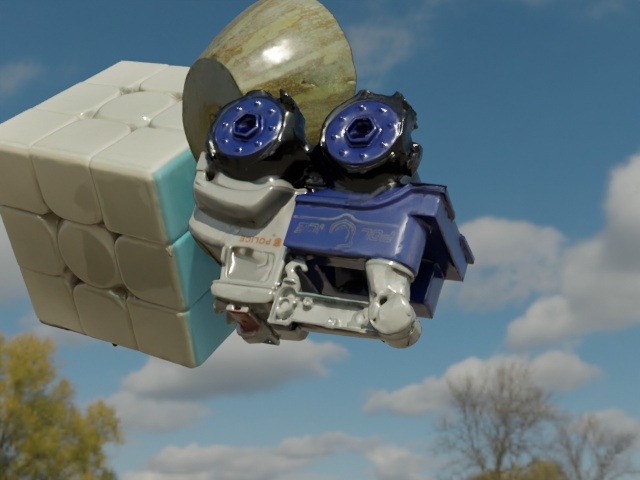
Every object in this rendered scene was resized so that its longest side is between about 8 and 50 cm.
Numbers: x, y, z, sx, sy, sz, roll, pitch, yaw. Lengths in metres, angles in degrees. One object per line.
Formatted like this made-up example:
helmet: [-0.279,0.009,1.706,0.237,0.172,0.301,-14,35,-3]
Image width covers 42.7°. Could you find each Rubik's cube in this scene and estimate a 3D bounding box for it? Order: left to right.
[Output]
Rubik's cube: [-0.220,-0.050,1.102,0.291,0.290,0.291,11,-55,27]

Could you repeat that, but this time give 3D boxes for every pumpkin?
pumpkin: [-0.073,-0.137,0.802,0.110,0.217,0.217,-9,-12,-45]

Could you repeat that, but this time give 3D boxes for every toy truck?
toy truck: [0.000,0.000,0.620,0.213,0.177,0.161,5,-27,26]
